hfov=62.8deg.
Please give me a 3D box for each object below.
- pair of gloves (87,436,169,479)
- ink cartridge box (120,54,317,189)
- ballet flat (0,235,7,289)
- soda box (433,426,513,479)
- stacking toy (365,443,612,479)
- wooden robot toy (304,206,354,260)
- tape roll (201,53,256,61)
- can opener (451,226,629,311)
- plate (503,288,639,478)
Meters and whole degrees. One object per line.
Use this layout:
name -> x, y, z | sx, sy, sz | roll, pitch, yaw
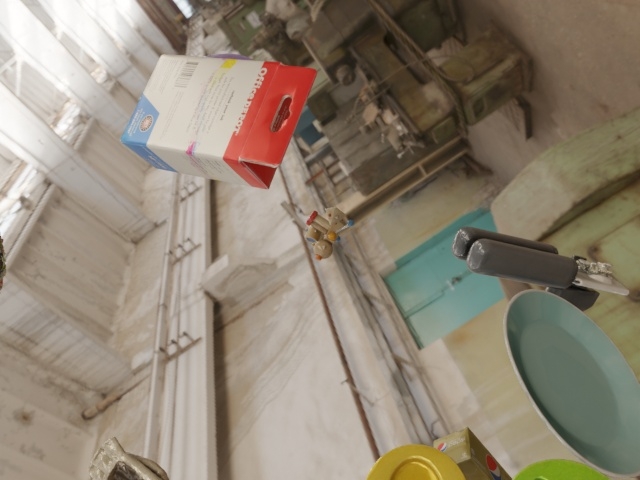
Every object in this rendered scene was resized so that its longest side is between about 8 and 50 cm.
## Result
pair of gloves -> -0.299, 0.432, 0.752 | 0.204, 0.240, 0.042 | 37, -178, 17
ink cartridge box -> -0.113, -0.145, 0.641 | 0.231, 0.134, 0.078 | 14, 165, 25
ballet flat -> -0.365, -0.015, 0.541 | 0.077, 0.091, 0.241 | -137, 54, -74
soda box -> 0.241, 0.360, 0.761 | 0.181, 0.061, 0.058 | 49, -156, -15
stacking toy -> 0.193, 0.381, 0.541 | 0.309, 0.279, 0.130 | -85, -19, -47
wooden robot toy -> 0.000, 0.000, 0.964 | 0.076, 0.079, 0.173 | 25, 158, -5
tape roll -> -0.161, -0.224, 0.908 | 0.189, 0.189, 0.080 | 52, 174, -27
can opener -> 0.298, 0.047, 0.702 | 0.280, 0.093, 0.074 | 15, -162, -25
plate -> 0.244, 0.133, 0.507 | 0.188, 0.024, 0.188 | 20, -136, -21
